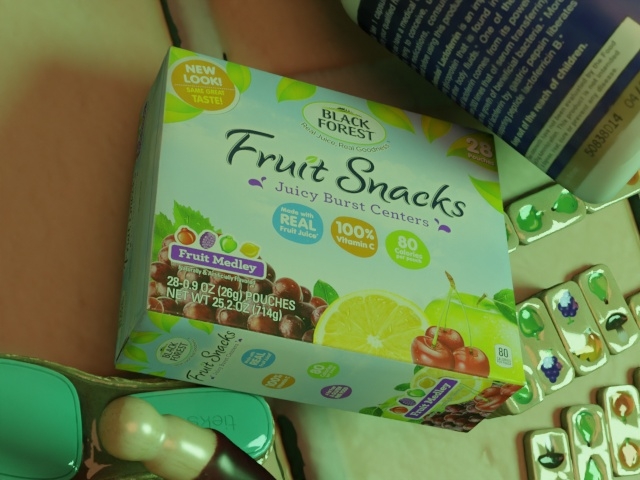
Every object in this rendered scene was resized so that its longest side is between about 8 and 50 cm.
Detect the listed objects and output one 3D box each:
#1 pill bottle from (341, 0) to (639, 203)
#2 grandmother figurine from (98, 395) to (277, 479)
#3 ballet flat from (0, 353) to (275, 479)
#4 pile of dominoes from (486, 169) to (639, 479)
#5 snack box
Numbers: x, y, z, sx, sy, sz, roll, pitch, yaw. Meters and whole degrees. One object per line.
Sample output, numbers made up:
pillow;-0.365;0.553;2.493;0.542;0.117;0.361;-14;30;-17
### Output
pill bottle;0.106;-0.156;0.680;0.264;0.153;0.153;39;66;8
grandmother figurine;-0.087;0.168;0.547;0.342;0.208;0.104;4;40;-28
ballet flat;-0.125;0.100;0.593;0.206;0.067;0.073;11;64;-26
pile of dominoes;0.204;0.046;0.754;0.251;0.040;0.196;-23;87;-24
snack box;0.000;0.000;0.642;0.207;0.070;0.174;14;52;-19
